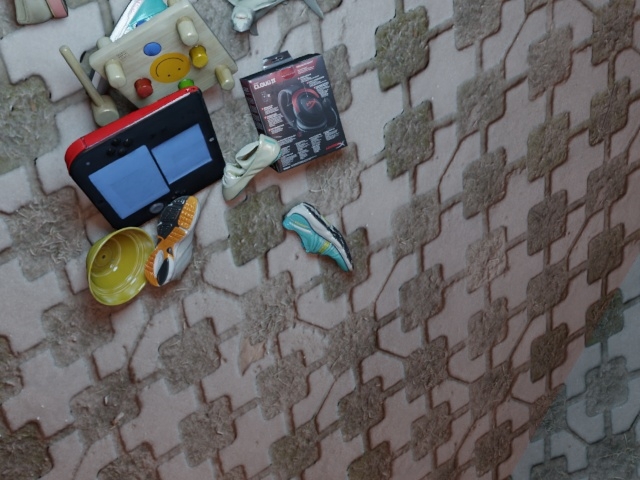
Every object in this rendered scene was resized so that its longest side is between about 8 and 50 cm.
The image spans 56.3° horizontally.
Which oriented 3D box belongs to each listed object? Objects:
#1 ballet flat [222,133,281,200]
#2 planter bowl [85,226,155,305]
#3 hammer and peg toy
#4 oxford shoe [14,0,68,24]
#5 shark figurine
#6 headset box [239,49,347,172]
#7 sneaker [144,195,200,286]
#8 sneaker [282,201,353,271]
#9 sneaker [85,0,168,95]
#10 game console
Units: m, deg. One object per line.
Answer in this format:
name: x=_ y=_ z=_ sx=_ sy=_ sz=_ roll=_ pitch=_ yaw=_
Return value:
ballet flat: x=-0.209 y=-0.197 z=1.605 sx=0.086 sy=0.086 sz=0.248 roll=34 pitch=125 yaw=-27
planter bowl: x=-0.547 y=0.055 z=1.578 sx=0.217 sy=0.090 sz=0.217 roll=-39 pitch=139 yaw=-43
hammer and peg toy: x=-0.392 y=-0.373 z=1.352 sx=0.361 sy=0.127 sz=0.266 roll=-27 pitch=157 yaw=7
oxford shoe: x=-0.682 y=-0.646 z=1.299 sx=0.130 sy=0.123 sz=0.348 roll=-21 pitch=113 yaw=-8
shark figurine: x=-0.139 y=-0.592 z=1.561 sx=0.278 sy=0.166 sz=0.116 roll=-31 pitch=143 yaw=-27
headset box: x=-0.075 y=-0.364 z=1.637 sx=0.218 sy=0.110 sz=0.293 roll=-24 pitch=115 yaw=-13
sneaker: x=-0.388 y=-0.001 z=1.641 sx=0.262 sy=0.099 sz=0.121 roll=-64 pitch=162 yaw=9
sneaker: x=0.000 y=0.000 z=1.811 sx=0.110 sy=0.107 sz=0.275 roll=-38 pitch=114 yaw=15
sneaker: x=-0.432 y=-0.445 z=1.468 sx=0.178 sy=0.124 sz=0.295 roll=31 pitch=93 yaw=-18
game console: x=-0.406 y=-0.183 z=1.464 sx=0.342 sy=0.060 sz=0.386 roll=-28 pitch=160 yaw=-10
